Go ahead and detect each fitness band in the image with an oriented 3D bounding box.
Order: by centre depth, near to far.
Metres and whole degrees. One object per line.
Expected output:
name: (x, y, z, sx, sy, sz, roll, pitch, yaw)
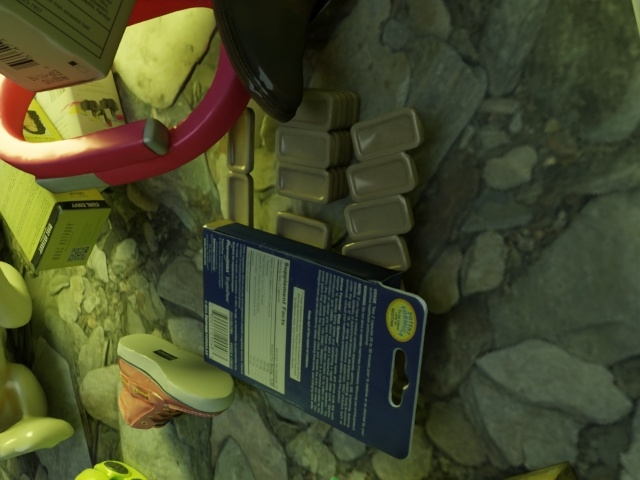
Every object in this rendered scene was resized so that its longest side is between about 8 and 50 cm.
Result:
fitness band: (-0.189, -0.154, 0.554, 0.290, 0.054, 0.209, -6, 67, 22)

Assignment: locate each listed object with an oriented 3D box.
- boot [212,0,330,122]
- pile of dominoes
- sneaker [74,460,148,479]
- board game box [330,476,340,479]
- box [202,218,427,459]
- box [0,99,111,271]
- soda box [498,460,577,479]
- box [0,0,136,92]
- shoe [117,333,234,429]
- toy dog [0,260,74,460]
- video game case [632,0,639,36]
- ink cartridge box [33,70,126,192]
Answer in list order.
boot: (-0.020, -0.200, 0.453, 0.106, 0.082, 0.219, -25, 62, 29)
pile of dominoes: (0.000, 0.000, 0.517, 0.195, 0.040, 0.251, 15, 111, 35)
sneaker: (-0.208, 0.385, 0.650, 0.296, 0.109, 0.124, 55, 130, 27)
board game box: (0.079, 0.353, 0.363, 0.336, 0.079, 0.254, 31, 104, 12)
box: (-0.010, 0.073, 0.494, 0.225, 0.036, 0.137, 17, 113, 36)
box: (-0.315, -0.079, 0.644, 0.232, 0.058, 0.087, 47, 120, 24)
soda box: (0.101, 0.218, 0.429, 0.181, 0.061, 0.058, -33, 75, 34)
box: (-0.218, -0.300, 0.505, 0.121, 0.148, 0.311, 2, 70, 37)
shoe: (-0.153, 0.161, 0.622, 0.178, 0.063, 0.081, 15, 105, 41)
toy dog: (-0.515, 0.101, 0.795, 0.395, 0.284, 0.408, -29, 75, 67)
video game case: (0.260, -0.225, 0.290, 0.226, 0.026, 0.207, -13, 86, 38)
ink cartridge box: (-0.274, -0.113, 0.686, 0.104, 0.061, 0.181, -23, 80, 37)
